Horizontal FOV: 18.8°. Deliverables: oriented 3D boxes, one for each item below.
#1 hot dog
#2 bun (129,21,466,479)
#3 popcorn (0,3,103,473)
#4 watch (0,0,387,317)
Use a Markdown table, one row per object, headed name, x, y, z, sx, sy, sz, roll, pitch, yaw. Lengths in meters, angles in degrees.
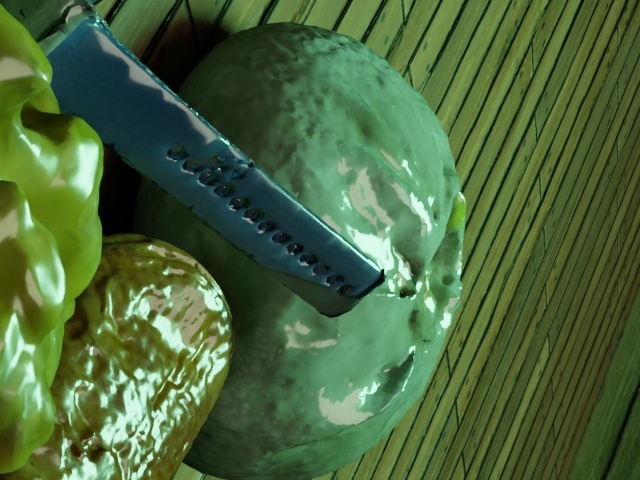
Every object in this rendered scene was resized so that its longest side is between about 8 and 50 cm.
| name | x | y | z | sx | sy | sz | roll | pitch | yaw |
| --- | --- | --- | --- | --- | --- | --- | --- | --- | --- |
| hot dog | -0.153 | 0.111 | 1.178 | 0.272 | 0.122 | 0.196 | -63 | 142 | -45 |
| bun | -0.008 | 0.012 | 1.426 | 0.362 | 0.211 | 0.362 | 12 | 90 | -70 |
| popcorn | -0.210 | -0.003 | 0.858 | 0.242 | 0.235 | 0.250 | -58 | -169 | -17 |
| watch | -0.103 | -0.079 | 1.030 | 0.068 | 0.276 | 0.274 | -43 | 161 | 5 |
